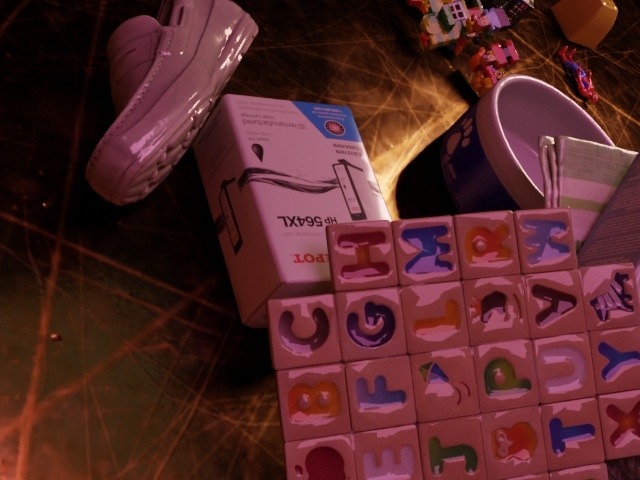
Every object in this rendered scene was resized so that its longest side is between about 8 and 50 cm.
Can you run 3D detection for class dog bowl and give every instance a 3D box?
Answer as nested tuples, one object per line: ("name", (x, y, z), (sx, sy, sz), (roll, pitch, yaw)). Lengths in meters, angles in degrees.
("dog bowl", (0.285, -0.079, 1.139), (0.265, 0.104, 0.264), (23, 46, -26))

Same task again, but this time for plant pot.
("plant pot", (0.486, -0.411, 1.609), (0.081, 0.083, 0.081), (5, 56, -39))

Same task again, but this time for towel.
("towel", (0.339, 0.055, 1.012), (0.248, 0.038, 0.324), (9, 79, -29))

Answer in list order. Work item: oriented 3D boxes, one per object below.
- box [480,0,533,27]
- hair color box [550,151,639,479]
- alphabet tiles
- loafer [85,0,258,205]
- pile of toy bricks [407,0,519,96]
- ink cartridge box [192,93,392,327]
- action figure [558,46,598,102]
("box", (0.304, -0.405, 1.467), (0.083, 0.052, 0.062), (29, 43, -19))
("hair color box", (0.346, 0.087, 0.916), (0.185, 0.114, 0.374), (43, 67, -14))
("alphabet tiles", (0.129, 0.118, 0.752), (0.343, 0.011, 0.285), (-5, 85, -16))
("loafer", (-0.150, -0.145, 0.814), (0.111, 0.112, 0.319), (31, 34, -11))
("pile of toy bricks", (0.185, -0.301, 1.252), (0.105, 0.118, 0.212), (-17, 77, -14))
("ink cartridge box", (-0.018, -0.028, 0.835), (0.148, 0.086, 0.203), (0, 58, -35))
("action figure", (0.442, -0.279, 1.506), (0.038, 0.030, 0.115), (9, 54, -43))
